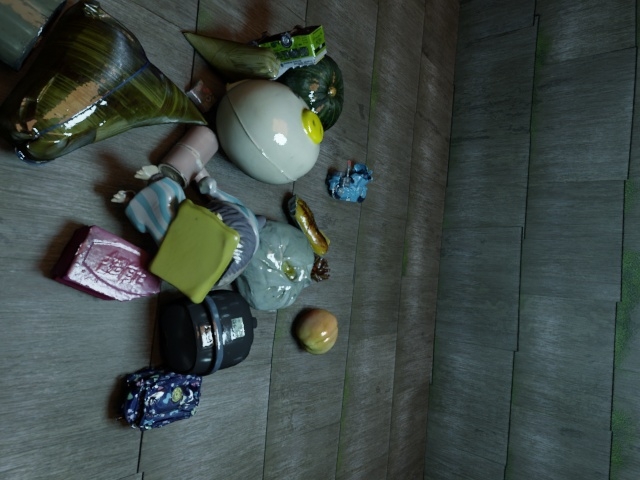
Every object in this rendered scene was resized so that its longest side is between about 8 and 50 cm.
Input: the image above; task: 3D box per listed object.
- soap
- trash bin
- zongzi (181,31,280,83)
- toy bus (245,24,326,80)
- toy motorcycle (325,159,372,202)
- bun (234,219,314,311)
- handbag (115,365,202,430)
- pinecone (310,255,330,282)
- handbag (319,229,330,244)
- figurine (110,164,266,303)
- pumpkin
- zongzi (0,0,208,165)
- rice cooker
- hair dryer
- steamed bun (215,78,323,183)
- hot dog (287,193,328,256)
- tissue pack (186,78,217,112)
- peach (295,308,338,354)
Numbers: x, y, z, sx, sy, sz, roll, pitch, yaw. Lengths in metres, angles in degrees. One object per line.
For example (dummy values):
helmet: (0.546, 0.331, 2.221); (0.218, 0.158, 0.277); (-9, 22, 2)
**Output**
soap: (-0.545, 0.076, 1.112); (0.250, 0.099, 0.162); (38, 56, -45)
trash bin: (-0.683, -0.506, 0.803); (0.301, 0.252, 0.203); (37, 66, -39)
zongzi: (-0.273, -0.588, 1.304); (0.256, 0.228, 0.115); (30, 76, -45)
toy bus: (-0.126, -0.635, 1.422); (0.113, 0.301, 0.139); (-56, 137, -37)
toy motorcycle: (0.139, -0.266, 1.903); (0.272, 0.123, 0.182); (1, 102, -51)
bun: (-0.148, 0.089, 1.512); (0.354, 0.194, 0.354); (-7, 99, -49)
handbag: (-0.453, 0.456, 1.228); (0.260, 0.113, 0.162); (13, 88, -57)
pinecone: (-0.010, 0.120, 1.767); (0.102, 0.102, 0.109); (15, 52, -50)
handbag: (0.000, 0.000, 1.818); (0.083, 0.027, 0.061); (50, 59, -34)
figurine: (-0.344, -0.044, 1.239); (0.361, 0.266, 0.378); (50, 14, -3)
pumpkin: (-0.033, -0.567, 1.615); (0.300, 0.207, 0.300); (-21, 114, -62)
zongzi: (-0.506, -0.297, 1.055); (0.432, 0.208, 0.403); (42, 60, -46)
rice cooker: (-0.332, 0.270, 1.254); (0.224, 0.267, 0.267); (-2, 93, -46)
hair dryer: (-0.353, -0.181, 1.347); (0.189, 0.106, 0.344); (-62, 143, -30)
steamed bun: (-0.165, -0.349, 1.367); (0.374, 0.334, 0.334); (36, 63, -64)
hot dog: (-0.050, -0.059, 1.671); (0.270, 0.082, 0.162); (62, 6, -23)
tissue pack: (-0.377, -0.459, 1.331); (0.083, 0.035, 0.063); (50, 56, -37)
peach: (-0.011, 0.369, 1.713); (0.184, 0.184, 0.184); (-4, 95, -50)
